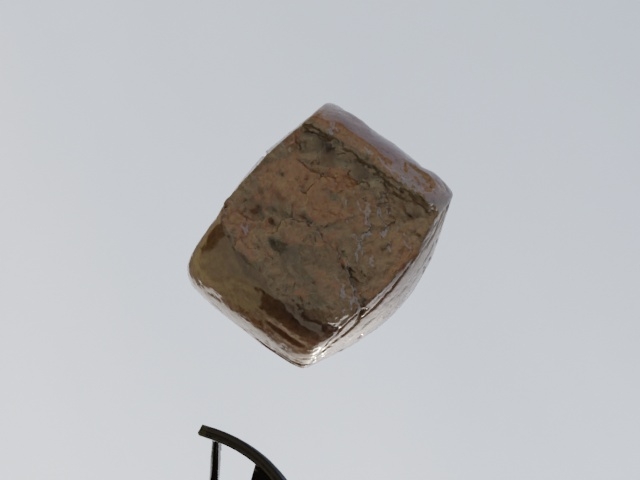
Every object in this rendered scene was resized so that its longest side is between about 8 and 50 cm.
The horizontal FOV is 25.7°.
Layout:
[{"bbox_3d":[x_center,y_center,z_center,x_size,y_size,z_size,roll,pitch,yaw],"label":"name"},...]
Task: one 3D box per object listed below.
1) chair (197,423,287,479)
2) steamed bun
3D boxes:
[{"bbox_3d":[-0.104,0.320,1.355,0.154,0.141,0.260,41,-32,24],"label":"chair"},{"bbox_3d":[0.000,0.000,0.993,0.145,0.106,0.175,40,-84,13],"label":"steamed bun"}]
